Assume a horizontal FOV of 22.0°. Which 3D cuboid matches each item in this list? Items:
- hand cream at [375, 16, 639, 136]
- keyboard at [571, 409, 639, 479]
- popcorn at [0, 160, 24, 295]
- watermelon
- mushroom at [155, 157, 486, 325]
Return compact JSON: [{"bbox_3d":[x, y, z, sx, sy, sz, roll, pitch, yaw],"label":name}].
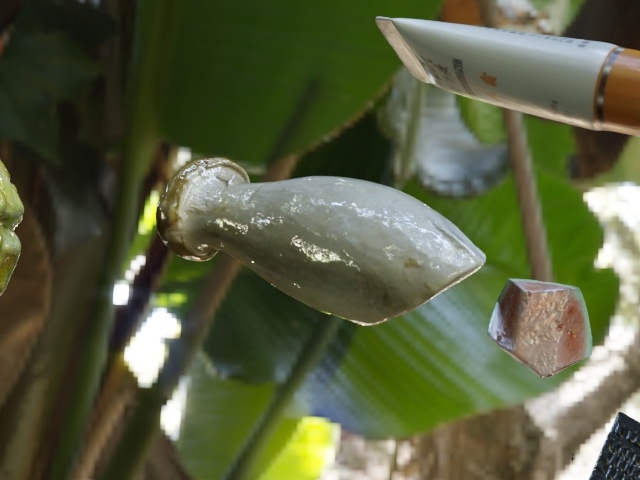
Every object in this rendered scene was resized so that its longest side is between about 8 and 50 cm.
[{"bbox_3d":[0.210,-0.183,1.731,0.314,0.089,0.140,16,-17,33],"label":"hand cream"},{"bbox_3d":[0.297,0.218,1.460,0.041,0.103,0.381,23,2,-19],"label":"keyboard"},{"bbox_3d":[-0.440,0.026,1.783,0.215,0.286,0.252,17,14,-2],"label":"popcorn"},{"bbox_3d":[0.171,0.072,1.352,0.092,0.084,0.072,-9,-9,36],"label":"watermelon"},{"bbox_3d":[0.000,0.000,1.454,0.350,0.128,0.128,15,-5,37],"label":"mushroom"}]
